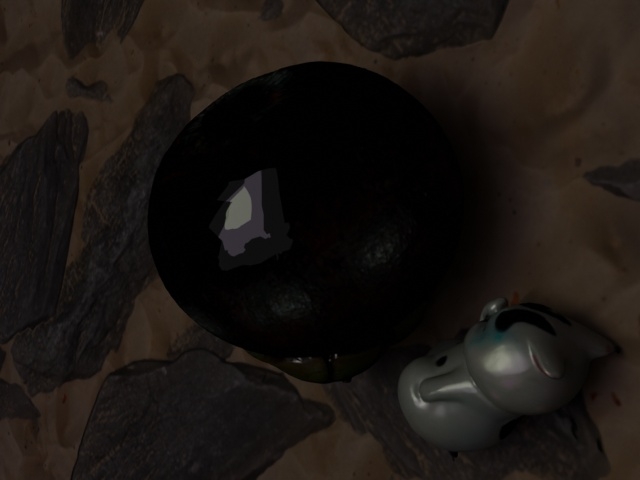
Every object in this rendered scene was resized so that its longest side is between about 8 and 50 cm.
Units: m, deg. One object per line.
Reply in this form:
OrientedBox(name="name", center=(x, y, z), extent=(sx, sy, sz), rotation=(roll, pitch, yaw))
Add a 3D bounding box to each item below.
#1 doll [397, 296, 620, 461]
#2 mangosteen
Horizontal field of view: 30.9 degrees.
OrientedBox(name="doll", center=(0.150, 0.115, 1.001), extent=(0.107, 0.110, 0.181), rotation=(56, 133, 9))
OrientedBox(name="mangosteen", center=(-0.002, -0.014, 1.073), extent=(0.300, 0.300, 0.300), rotation=(-3, 86, 48))
